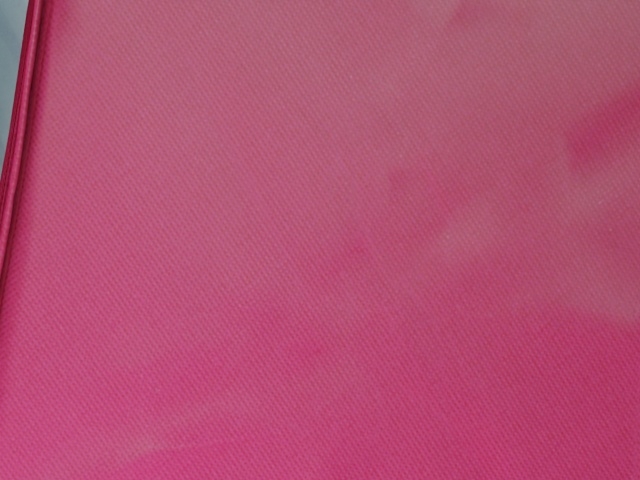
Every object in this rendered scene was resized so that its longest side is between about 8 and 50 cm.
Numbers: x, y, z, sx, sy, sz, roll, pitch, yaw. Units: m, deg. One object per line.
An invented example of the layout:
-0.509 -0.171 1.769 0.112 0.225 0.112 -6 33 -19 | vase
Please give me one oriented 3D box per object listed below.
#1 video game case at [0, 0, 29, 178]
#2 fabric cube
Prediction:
-0.072 -0.072 0.844 0.196 0.026 0.274 -10 98 -5 | video game case
0.000 0.000 0.719 0.259 0.258 0.254 11 98 -7 | fabric cube
